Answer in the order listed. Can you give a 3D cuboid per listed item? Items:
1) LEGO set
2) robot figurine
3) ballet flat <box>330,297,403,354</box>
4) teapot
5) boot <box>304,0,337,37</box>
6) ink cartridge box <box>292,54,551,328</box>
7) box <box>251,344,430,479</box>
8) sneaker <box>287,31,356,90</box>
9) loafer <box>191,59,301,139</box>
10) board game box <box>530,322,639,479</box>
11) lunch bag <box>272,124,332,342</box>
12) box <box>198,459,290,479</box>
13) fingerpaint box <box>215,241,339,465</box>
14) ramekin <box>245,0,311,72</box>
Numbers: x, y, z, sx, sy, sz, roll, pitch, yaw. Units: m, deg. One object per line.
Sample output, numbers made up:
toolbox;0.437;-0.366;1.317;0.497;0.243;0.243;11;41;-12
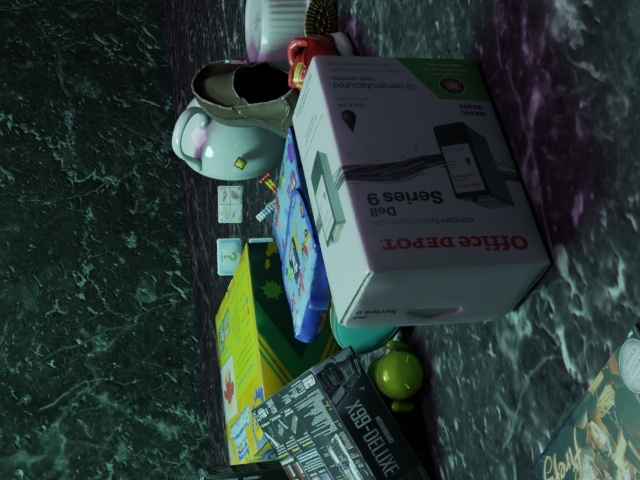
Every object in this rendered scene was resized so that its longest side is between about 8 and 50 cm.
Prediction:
LEGO set;-0.120;-0.048;1.802;0.060;0.182;0.244;-118;28;-83
robot figurine;0.106;0.195;1.270;0.115;0.067;0.101;136;134;-68
ballet flat;0.092;0.014;1.247;0.123;0.123;0.348;-109;22;-45
teapot;-0.190;-0.258;1.882;0.256;0.252;0.187;-105;12;-51
boot;-0.007;-0.362;1.600;0.084;0.059;0.158;-124;34;-69
ink cartridge box;0.103;-0.060;0.991;0.121;0.211;0.289;114;148;-54
box;0.022;0.317;1.352;0.242;0.076;0.307;59;151;9
sneaker;0.009;-0.256;1.446;0.279;0.118;0.107;-116;28;-54
loafer;-0.118;-0.287;1.638;0.366;0.134;0.130;19;158;41
board game box;0.269;0.207;0.757;0.243;0.042;0.165;105;156;-45
lunch bag;0.000;0.000;1.390;0.293;0.138;0.221;-92;11;-45
box;-0.078;0.506;1.587;0.060;0.270;0.216;-172;81;-75
fingerpaint box;-0.089;0.254;1.778;0.445;0.163;0.371;120;145;-62
ramekin;-0.080;-0.425;1.744;0.207;0.109;0.207;178;90;-73
